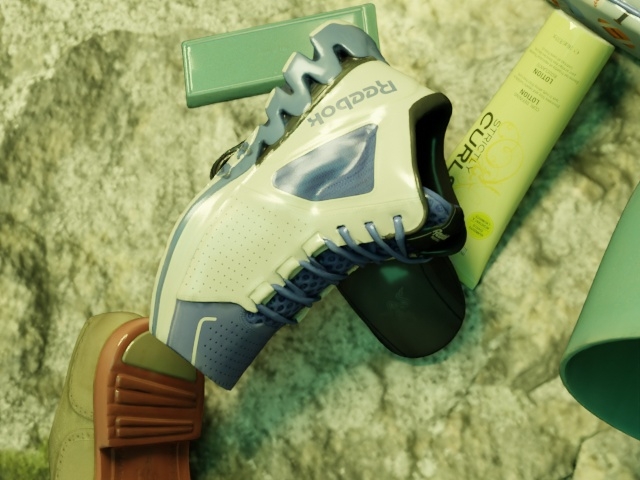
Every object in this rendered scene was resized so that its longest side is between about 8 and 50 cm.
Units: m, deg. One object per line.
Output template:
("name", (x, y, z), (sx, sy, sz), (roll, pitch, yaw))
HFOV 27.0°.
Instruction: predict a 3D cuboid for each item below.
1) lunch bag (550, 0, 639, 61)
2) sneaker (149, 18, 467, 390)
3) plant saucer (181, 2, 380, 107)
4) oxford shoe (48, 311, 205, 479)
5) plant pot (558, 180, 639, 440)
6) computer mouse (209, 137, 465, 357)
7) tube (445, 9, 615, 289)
("lunch bag", (0.327, -0.260, 1.102), (0.303, 0.115, 0.243), (37, 89, 17))
("sneaker", (0.009, -0.011, 1.062), (0.182, 0.127, 0.316), (29, 87, 29))
("plant saucer", (-0.040, -0.173, 1.238), (0.192, 0.018, 0.067), (-9, 78, 13))
("oxford shoe", (-0.183, 0.233, 1.175), (0.130, 0.123, 0.348), (11, 91, 54))
("plant pot", (0.344, 0.025, 0.964), (0.293, 0.293, 0.235), (12, 69, 17))
("computer mouse", (0.000, 0.000, 1.165), (0.184, 0.060, 0.262), (-29, 78, 19))
("tube", (0.159, -0.079, 1.137), (0.240, 0.062, 0.070), (-57, 29, 16))
